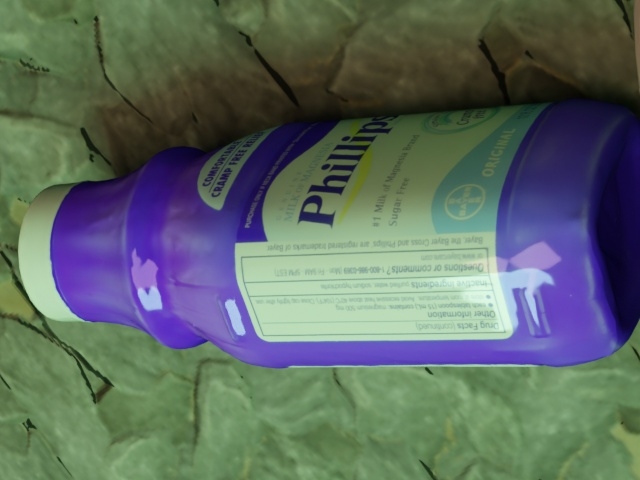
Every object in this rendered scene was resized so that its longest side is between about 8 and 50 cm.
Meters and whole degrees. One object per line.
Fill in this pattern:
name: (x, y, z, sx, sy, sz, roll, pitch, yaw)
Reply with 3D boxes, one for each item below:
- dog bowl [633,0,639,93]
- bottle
dog bowl: (0.243, -0.094, 0.372, 0.150, 0.408, 0.408, 29, 131, -28)
bottle: (0.000, 0.000, 0.727, 0.283, 0.118, 0.092, -2, 123, 28)
